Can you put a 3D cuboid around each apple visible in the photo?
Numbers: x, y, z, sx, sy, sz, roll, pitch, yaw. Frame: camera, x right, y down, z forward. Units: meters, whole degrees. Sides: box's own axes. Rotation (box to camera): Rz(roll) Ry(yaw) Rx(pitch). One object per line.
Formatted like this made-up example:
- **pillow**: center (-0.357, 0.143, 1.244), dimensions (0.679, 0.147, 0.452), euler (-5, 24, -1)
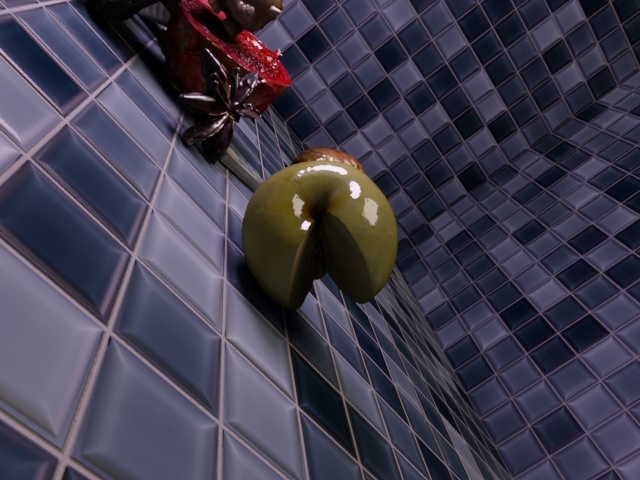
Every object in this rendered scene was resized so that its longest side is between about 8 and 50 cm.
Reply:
- **apple**: center (0.000, 0.000, 1.072), dimensions (0.292, 0.292, 0.254), euler (58, -13, 25)

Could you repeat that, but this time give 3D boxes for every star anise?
- **star anise**: center (-0.234, -0.302, 1.327), dimensions (0.212, 0.129, 0.283), euler (76, 33, -52)

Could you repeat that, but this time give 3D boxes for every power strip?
- **power strip**: center (-0.212, -0.194, 1.505), dimensions (0.192, 0.035, 0.081), euler (43, 14, -51)

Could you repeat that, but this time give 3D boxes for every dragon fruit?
- **dragon fruit**: center (-0.281, -0.467, 1.551), dimensions (0.371, 0.249, 0.386), euler (7, 41, -56)

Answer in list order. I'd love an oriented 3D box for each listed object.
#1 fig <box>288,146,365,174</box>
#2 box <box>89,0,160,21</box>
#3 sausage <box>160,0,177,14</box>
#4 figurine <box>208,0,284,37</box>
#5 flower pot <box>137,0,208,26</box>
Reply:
- **fig**: center (-0.028, -0.144, 1.822), dimensions (0.286, 0.286, 0.368), euler (50, -21, -20)
- **box**: center (-0.385, -0.658, 1.384), dimensions (0.359, 0.350, 0.091), euler (-114, 178, -50)
- **sausage**: center (-0.403, -0.679, 1.634), dimensions (0.326, 0.087, 0.079), euler (49, 33, -38)
- **figurine**: center (-0.175, -0.620, 1.443), dimensions (0.177, 0.173, 0.247), euler (61, 16, -21)
- **flower pot**: center (-0.450, -0.775, 1.761), dimensions (0.209, 0.190, 0.239), euler (7, 34, -25)
